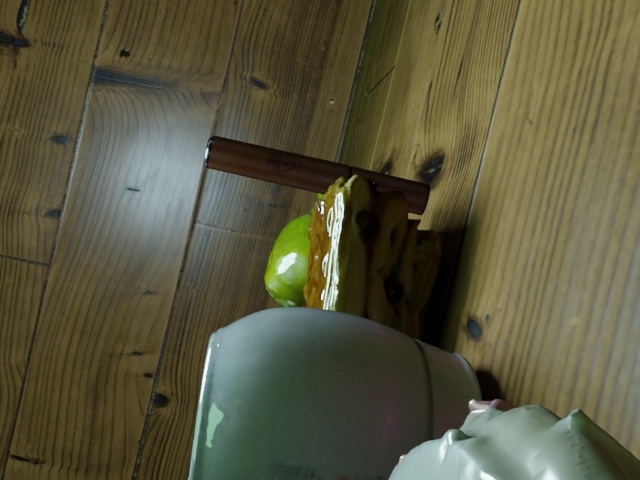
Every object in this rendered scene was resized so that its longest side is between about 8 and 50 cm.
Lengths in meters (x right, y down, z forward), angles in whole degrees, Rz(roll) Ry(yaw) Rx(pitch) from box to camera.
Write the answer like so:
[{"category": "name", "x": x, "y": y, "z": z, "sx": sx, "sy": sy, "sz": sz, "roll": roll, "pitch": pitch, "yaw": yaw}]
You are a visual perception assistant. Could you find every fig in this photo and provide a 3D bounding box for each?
[{"category": "fig", "x": 0.017, "y": 0.009, "z": 1.490, "sx": 0.233, "sy": 0.233, "sz": 0.314, "roll": 114, "pitch": 178, "yaw": -66}]

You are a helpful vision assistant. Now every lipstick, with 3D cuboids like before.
[{"category": "lipstick", "x": -0.006, "y": -0.103, "z": 1.160, "sx": 0.057, "sy": 0.357, "sz": 0.057, "roll": -167, "pitch": 90, "yaw": -84}]

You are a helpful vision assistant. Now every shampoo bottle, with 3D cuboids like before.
[{"category": "shampoo bottle", "x": 0.009, "y": 0.206, "z": 0.714, "sx": 0.273, "sy": 0.267, "sz": 0.272, "roll": -171, "pitch": 90, "yaw": -82}]

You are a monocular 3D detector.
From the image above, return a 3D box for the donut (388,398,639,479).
[{"category": "donut", "x": 0.094, "y": 0.266, "z": 0.331, "sx": 0.382, "sy": 0.143, "sz": 0.382, "roll": -166, "pitch": 90, "yaw": -85}]

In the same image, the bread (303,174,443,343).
[{"category": "bread", "x": 0.066, "y": 0.086, "z": 0.985, "sx": 0.277, "sy": 0.167, "sz": 0.324, "roll": 158, "pitch": 116, "yaw": -83}]

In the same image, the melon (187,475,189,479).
[{"category": "melon", "x": -0.096, "y": 0.486, "z": 1.198, "sx": 0.268, "sy": 0.269, "sz": 0.330, "roll": 110, "pitch": 151, "yaw": -53}]
